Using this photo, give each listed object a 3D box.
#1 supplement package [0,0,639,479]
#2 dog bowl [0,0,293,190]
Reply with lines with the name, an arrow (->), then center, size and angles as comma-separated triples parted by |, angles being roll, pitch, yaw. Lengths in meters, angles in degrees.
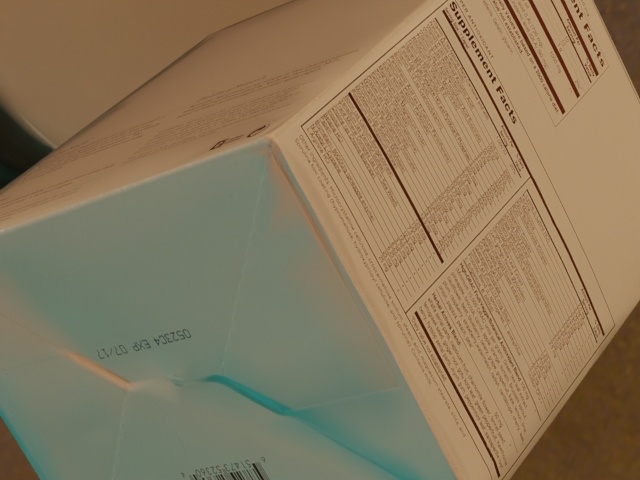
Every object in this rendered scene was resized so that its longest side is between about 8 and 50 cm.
supplement package -> 0.000, 0.000, 0.675 | 0.194, 0.203, 0.149 | -15, 110, 41
dog bowl -> -0.095, -0.156, 0.910 | 0.102, 0.349, 0.349 | 13, 128, 49
